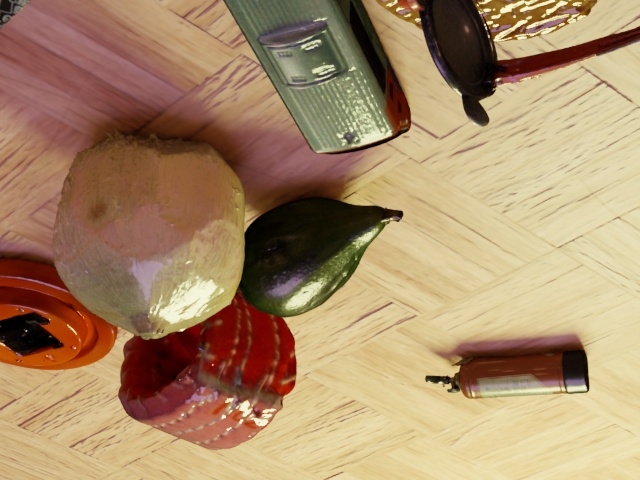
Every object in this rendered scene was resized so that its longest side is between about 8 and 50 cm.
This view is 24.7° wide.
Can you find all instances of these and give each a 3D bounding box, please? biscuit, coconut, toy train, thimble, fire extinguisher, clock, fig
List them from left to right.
[{"bbox_3d":[-0.329,0.089,1.635,0.205,0.051,0.205,6,146,4],"label":"clock"},{"bbox_3d":[-0.155,0.002,1.350,0.194,0.194,0.194,5,146,3],"label":"coconut"},{"bbox_3d":[-0.123,0.132,1.562,0.125,0.163,0.189,29,154,-29],"label":"thimble"},{"bbox_3d":[-0.023,-0.188,1.145,0.086,0.089,0.409,-11,142,17],"label":"toy train"},{"bbox_3d":[0.000,0.000,1.406,0.177,0.117,0.117,-36,129,25],"label":"fig"},{"bbox_3d":[0.208,0.151,1.629,0.177,0.050,0.062,-6,170,18],"label":"fire extinguisher"},{"bbox_3d":[0.150,-0.214,1.119,0.224,0.033,0.144,-16,139,26],"label":"biscuit"}]

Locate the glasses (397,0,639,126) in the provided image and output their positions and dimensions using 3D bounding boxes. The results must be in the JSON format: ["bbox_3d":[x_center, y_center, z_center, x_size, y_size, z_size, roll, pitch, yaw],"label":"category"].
[{"bbox_3d":[0.178,-0.209,1.001,0.268,0.118,0.234,-13,135,22],"label":"glasses"}]

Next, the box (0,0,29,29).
[{"bbox_3d":[-0.316,-0.240,1.120,0.198,0.084,0.310,30,140,-29],"label":"box"}]
